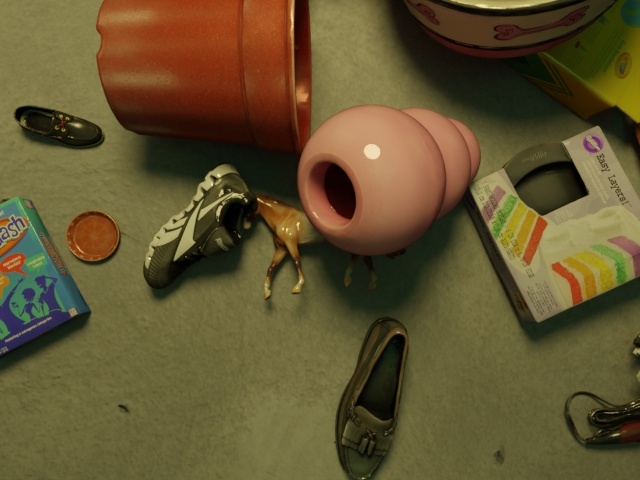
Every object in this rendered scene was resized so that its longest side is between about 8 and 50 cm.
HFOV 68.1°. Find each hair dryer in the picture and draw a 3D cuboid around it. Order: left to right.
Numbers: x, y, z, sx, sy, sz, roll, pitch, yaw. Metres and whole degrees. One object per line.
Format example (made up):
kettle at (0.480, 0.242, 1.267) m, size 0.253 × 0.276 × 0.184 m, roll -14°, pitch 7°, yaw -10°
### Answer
hair dryer at (0.595, 0.314, 0.829) m, size 0.293 × 0.080 × 0.223 m, roll 40°, pitch 101°, yaw 3°

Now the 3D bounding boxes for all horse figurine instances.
horse figurine at (0.000, 0.000, 0.774) m, size 0.264 × 0.066 × 0.174 m, roll -6°, pitch 71°, yaw 3°

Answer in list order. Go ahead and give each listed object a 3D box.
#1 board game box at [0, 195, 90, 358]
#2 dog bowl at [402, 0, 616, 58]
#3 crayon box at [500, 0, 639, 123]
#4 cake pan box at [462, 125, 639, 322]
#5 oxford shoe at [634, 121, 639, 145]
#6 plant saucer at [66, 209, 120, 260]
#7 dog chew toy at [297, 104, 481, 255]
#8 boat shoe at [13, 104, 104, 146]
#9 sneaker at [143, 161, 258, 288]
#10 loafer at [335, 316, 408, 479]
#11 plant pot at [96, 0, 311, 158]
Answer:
board game box at (-0.492, 0.060, 0.746) m, size 0.160 × 0.047 × 0.210 m, roll -29°, pitch 89°, yaw -5°
dog bowl at (0.293, -0.464, 0.717) m, size 0.408 × 0.150 × 0.407 m, roll -5°, pitch 72°, yaw 14°
crayon box at (0.453, -0.360, 0.829) m, size 0.319 × 0.081 × 0.202 m, roll 35°, pitch 84°, yaw -2°
cake pan box at (0.402, -0.031, 0.798) m, size 0.246 × 0.070 × 0.266 m, roll -23°, pitch 84°, yaw -1°
oxford shoe at (0.662, -0.074, 0.793) m, size 0.147 × 0.140 × 0.396 m, roll -1°, pitch 81°, yaw -27°
plant saucer at (-0.371, -0.008, 0.777) m, size 0.084 × 0.013 × 0.083 m, roll 0°, pitch 87°, yaw -4°
dog chew toy at (0.124, -0.105, 0.708) m, size 0.332 × 0.207 × 0.206 m, roll -24°, pitch 89°, yaw -42°
boat shoe at (-0.423, -0.185, 0.768) m, size 0.133 × 0.042 × 0.048 m, roll 13°, pitch 84°, yaw -6°
sneaker at (-0.184, -0.006, 0.738) m, size 0.106 × 0.078 × 0.234 m, roll 39°, pitch 92°, yaw 27°
loafer at (0.085, 0.258, 0.767) m, size 0.096 × 0.084 × 0.267 m, roll 14°, pitch 86°, yaw -4°
plant pot at (-0.154, -0.257, 0.698) m, size 0.265 × 0.272 × 0.272 m, roll 1°, pitch 87°, yaw 4°
